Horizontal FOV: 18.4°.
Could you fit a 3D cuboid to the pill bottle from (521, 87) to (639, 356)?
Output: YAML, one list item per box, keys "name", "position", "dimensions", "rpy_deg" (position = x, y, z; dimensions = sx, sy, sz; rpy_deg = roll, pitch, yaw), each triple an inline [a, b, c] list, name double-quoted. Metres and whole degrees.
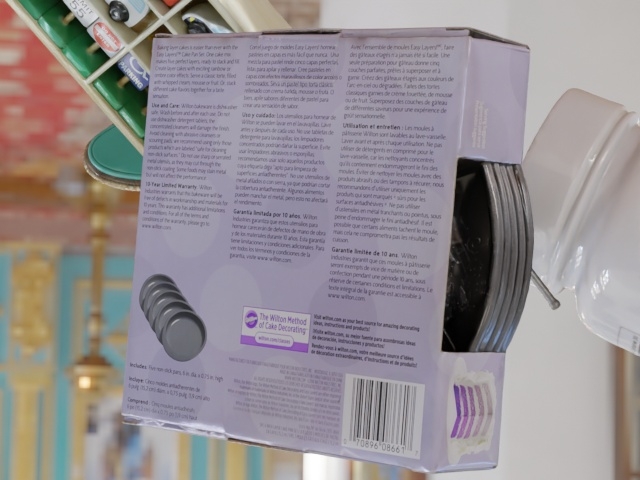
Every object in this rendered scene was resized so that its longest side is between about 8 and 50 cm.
- name: "pill bottle"
  position: [0.267, 0.014, 1.297]
  dimensions: [0.283, 0.160, 0.160]
  rpy_deg: [25, -179, 14]

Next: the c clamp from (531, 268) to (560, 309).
- name: "c clamp"
  position: [0.067, 0.006, 1.306]
  dimensions: [0.022, 0.137, 0.160]
  rpy_deg: [-36, -171, -39]

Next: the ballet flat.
- name: "ballet flat"
  position: [-0.079, -0.072, 1.509]
  dimensions: [0.206, 0.073, 0.067]
  rpy_deg: [-14, 158, -11]

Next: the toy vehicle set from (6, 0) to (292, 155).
- name: "toy vehicle set"
  position: [-0.139, -0.176, 1.326]
  dimensions: [0.166, 0.267, 0.035]
  rpy_deg: [-32, -168, 49]

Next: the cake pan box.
- name: "cake pan box"
  position: [0.000, 0.000, 1.158]
  dimensions: [0.266, 0.246, 0.070]
  rpy_deg: [3, -179, 42]
